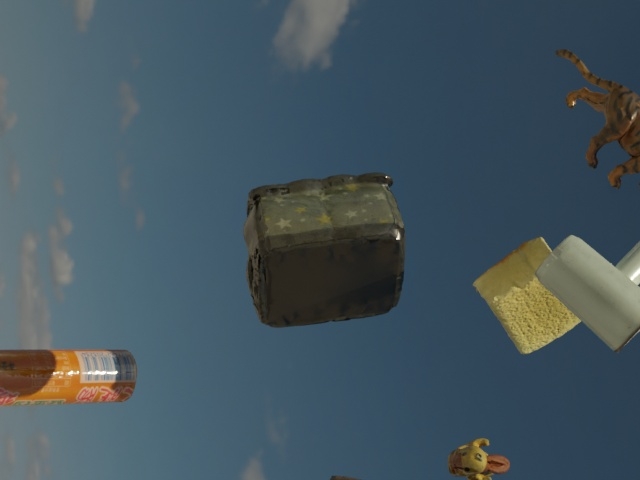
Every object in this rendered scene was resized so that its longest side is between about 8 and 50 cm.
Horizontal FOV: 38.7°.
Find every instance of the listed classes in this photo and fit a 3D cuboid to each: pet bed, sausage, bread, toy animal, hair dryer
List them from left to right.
[{"bbox_3d":[-0.455,0.220,1.464,0.093,0.312,0.093,-8,-100,48],"label":"sausage"},{"bbox_3d":[0.000,0.000,1.238,0.183,0.211,0.159,89,-9,-45],"label":"pet bed"},{"bbox_3d":[0.322,0.090,1.394,0.188,0.125,0.068,49,12,-46],"label":"bread"},{"bbox_3d":[0.398,-0.163,1.206,0.255,0.114,0.116,50,-56,8],"label":"toy animal"},{"bbox_3d":[0.372,0.010,1.062,0.131,0.236,0.073,45,-23,16],"label":"hair dryer"}]

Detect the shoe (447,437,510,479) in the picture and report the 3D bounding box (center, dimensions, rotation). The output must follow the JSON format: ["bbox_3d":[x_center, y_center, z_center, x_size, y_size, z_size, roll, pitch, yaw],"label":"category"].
[{"bbox_3d":[0.261,0.363,1.504,0.069,0.109,0.072,-16,-133,38],"label":"shoe"}]

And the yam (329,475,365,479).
[{"bbox_3d":[0.141,0.463,1.467,0.131,0.280,0.131,11,90,-73],"label":"yam"}]
